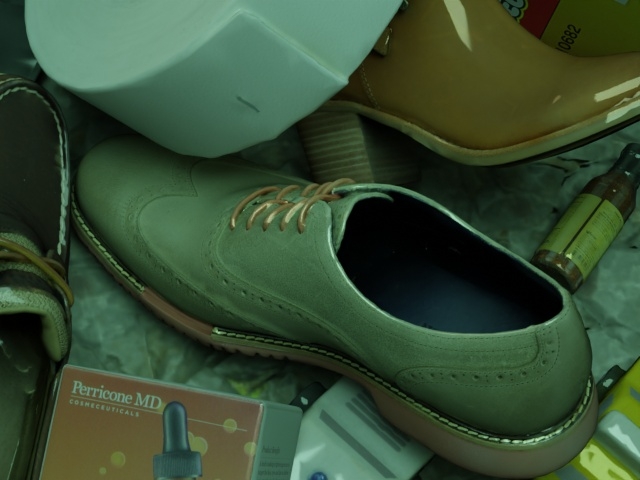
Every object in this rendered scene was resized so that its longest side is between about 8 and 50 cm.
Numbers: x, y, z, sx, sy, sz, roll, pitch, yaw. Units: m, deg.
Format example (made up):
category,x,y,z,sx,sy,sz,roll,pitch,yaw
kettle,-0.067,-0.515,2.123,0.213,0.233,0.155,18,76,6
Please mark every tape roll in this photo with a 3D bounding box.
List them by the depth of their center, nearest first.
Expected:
category,x,y,z,sx,sy,sz,roll,pitch,yaw
tape roll,-0.061,-0.198,1.040,0.100,0.286,0.286,32,57,-40

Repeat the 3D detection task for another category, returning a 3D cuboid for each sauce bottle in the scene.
category,x,y,z,sx,sy,sz,roll,pitch,yaw
sauce bottle,0.198,-0.017,1.167,0.042,0.042,0.128,38,66,9

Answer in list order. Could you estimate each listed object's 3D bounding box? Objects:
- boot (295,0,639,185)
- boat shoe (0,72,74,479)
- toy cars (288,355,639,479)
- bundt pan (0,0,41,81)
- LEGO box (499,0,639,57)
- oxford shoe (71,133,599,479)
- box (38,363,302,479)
category,x,y,z,sx,sy,sz,roll,pitch,yaw
boot,0.092,-0.155,1.087,0.109,0.283,0.220,-15,94,-53
boat shoe,-0.196,0.048,1.008,0.123,0.123,0.342,25,64,-35
toy cars,0.097,0.153,1.051,0.393,0.087,0.176,-3,67,-10
bundt pan,-0.296,-0.200,1.040,0.124,0.331,0.331,16,63,24
LEGO box,0.261,-0.299,1.051,0.372,0.500,0.193,25,65,2
oxford shoe,0.000,0.000,1.034,0.397,0.146,0.140,23,55,23
box,-0.096,0.169,0.969,0.130,0.091,0.170,9,84,15
